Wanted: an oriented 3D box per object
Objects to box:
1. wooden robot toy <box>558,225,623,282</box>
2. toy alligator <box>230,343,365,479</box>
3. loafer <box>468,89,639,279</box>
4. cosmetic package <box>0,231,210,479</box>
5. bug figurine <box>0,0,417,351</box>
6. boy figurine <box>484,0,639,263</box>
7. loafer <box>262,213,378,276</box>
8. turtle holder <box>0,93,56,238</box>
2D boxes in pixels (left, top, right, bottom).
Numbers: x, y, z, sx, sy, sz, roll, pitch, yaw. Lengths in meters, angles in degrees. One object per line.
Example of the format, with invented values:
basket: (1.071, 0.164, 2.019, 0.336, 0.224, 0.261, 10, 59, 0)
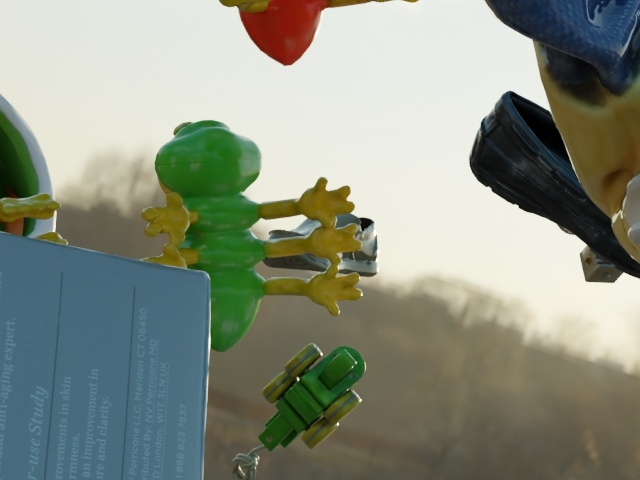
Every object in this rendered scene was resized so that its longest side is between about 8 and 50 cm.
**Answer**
wooden robot toy: (0.235, -0.056, 1.634, 0.076, 0.173, 0.079, 17, -32, -11)
toy alligator: (-0.011, 0.123, 1.478, 0.056, 0.051, 0.190, 49, -42, 8)
loafer: (0.218, -0.037, 1.514, 0.223, 0.078, 0.076, 31, 37, 13)
cosmetic package: (-0.161, 0.045, 0.532, 0.238, 0.107, 0.127, 9, -19, -26)
bug figurine: (-0.097, -0.062, 0.740, 0.279, 0.216, 0.072, -3, -1, -28)
boy figurine: (0.118, -0.059, 0.651, 0.092, 0.177, 0.285, -24, -48, 31)
loafer: (0.000, 0.000, 1.542, 0.056, 0.050, 0.148, 5, -1, 25)
turtle holder: (-0.279, -0.015, 0.972, 0.320, 0.227, 0.243, 48, 27, -23)
